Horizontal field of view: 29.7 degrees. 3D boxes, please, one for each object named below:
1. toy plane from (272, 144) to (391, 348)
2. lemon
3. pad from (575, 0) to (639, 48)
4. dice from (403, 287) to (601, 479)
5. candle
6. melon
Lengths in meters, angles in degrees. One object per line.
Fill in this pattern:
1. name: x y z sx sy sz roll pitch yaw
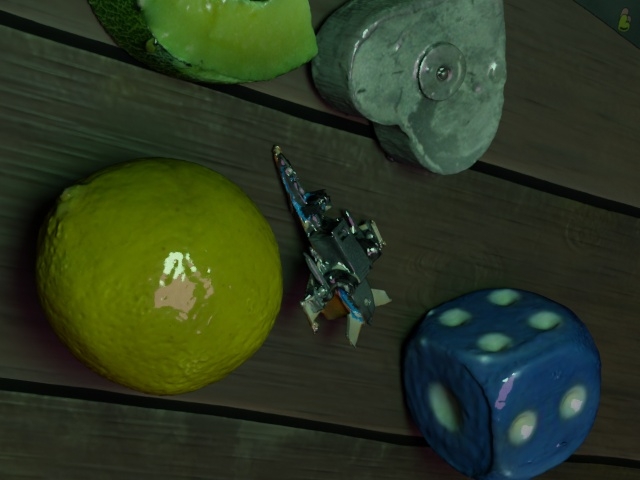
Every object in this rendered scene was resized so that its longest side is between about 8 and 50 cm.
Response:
1. toy plane: 0.009 -0.001 1.054 0.135 0.062 0.188 -47 128 -44
2. lemon: -0.123 0.023 0.911 0.178 0.178 0.203 -49 124 -7
3. pad: 0.339 -0.276 1.190 0.245 0.006 0.170 25 93 -36
4. dice: 0.175 0.136 1.158 0.146 0.146 0.143 -16 118 -27
5. candle: 0.092 -0.155 1.043 0.192 0.068 0.168 33 88 -40
6. melon: -0.090 -0.180 0.925 0.209 0.064 0.118 8 98 -37
